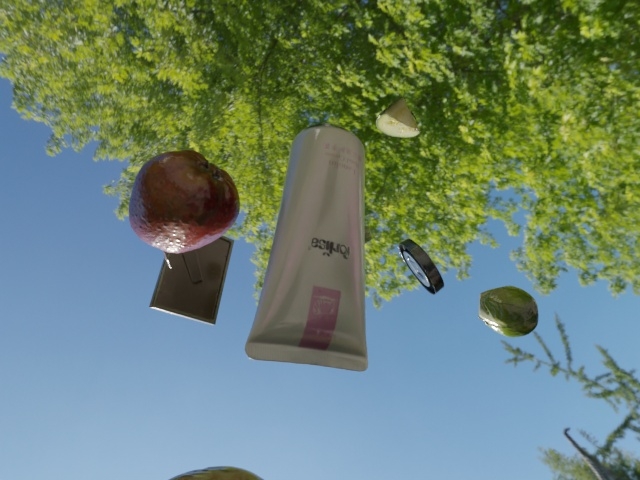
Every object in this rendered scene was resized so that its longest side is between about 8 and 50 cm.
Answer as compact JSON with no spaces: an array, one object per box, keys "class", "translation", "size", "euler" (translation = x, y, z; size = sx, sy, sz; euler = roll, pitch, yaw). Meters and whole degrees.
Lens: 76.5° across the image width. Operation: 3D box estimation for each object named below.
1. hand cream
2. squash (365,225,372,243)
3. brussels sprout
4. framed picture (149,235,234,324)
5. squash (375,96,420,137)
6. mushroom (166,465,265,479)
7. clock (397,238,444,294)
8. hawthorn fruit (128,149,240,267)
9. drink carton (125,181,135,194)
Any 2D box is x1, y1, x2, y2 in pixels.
[{"class":"hand cream","translation":[0.000,0.000,0.600],"size":[0.186,0.118,0.358],"euler":[15,-114,-27]},{"class":"squash","translation":[0.043,-0.002,1.245],"size":[0.229,0.066,0.066],"euler":[-9,-77,7]},{"class":"brussels sprout","translation":[0.602,0.228,1.303],"size":[0.181,0.144,0.161],"euler":[-5,-94,14]},{"class":"framed picture","translation":[-0.384,0.094,1.250],"size":[0.211,0.020,0.289],"euler":[28,-121,-39]},{"class":"squash","translation":[0.285,-0.434,1.557],"size":[0.169,0.093,0.252],"euler":[57,-141,-14]},{"class":"mushroom","translation":[-0.060,0.338,0.374],"size":[0.293,0.292,0.290],"euler":[35,-67,-27]},{"class":"clock","translation":[0.347,0.088,1.405],"size":[0.042,0.215,0.214],"euler":[-34,-68,-2]},{"class":"hawthorn fruit","translation":[-0.229,-0.040,0.642],"size":[0.163,0.162,0.203],"euler":[36,-75,-27]},{"class":"drink carton","translation":[-0.402,-0.063,1.027],"size":[0.084,0.075,0.199],"euler":[-43,-59,-44]}]
